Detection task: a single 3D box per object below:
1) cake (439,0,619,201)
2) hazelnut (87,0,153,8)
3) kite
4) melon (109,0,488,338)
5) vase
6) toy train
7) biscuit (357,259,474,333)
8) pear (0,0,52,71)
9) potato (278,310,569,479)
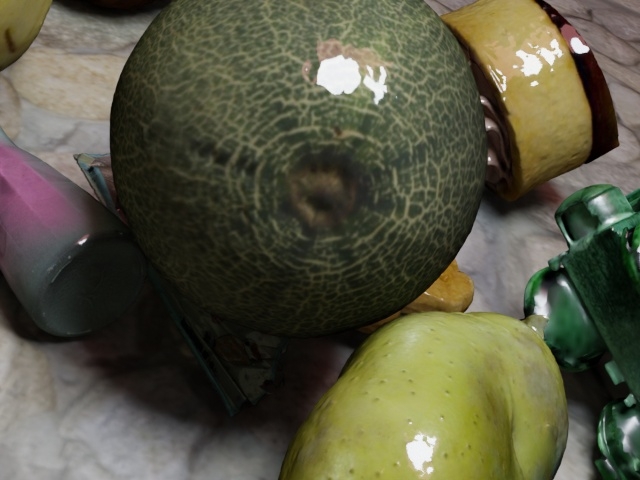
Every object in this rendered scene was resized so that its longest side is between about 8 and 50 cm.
[{"bbox_3d":[0.151,-0.119,1.144,0.178,0.185,0.208,-33,58,-13],"label":"cake"},{"bbox_3d":[-0.194,-0.302,1.203,0.170,0.160,0.202,46,-2,11],"label":"hazelnut"},{"bbox_3d":[-0.030,0.007,0.971,0.368,0.014,0.406,26,32,2],"label":"kite"},{"bbox_3d":[-0.015,-0.064,0.782,0.237,0.237,0.302,18,13,-12],"label":"melon"},{"bbox_3d":[-0.208,-0.029,0.844,0.086,0.086,0.214,-8,40,-42],"label":"vase"},{"bbox_3d":[0.273,0.072,0.912,0.202,0.145,0.266,-22,81,-44],"label":"toy train"},{"bbox_3d":[-0.001,0.002,0.951,0.248,0.035,0.184,9,37,-22],"label":"biscuit"},{"bbox_3d":[-0.324,-0.245,0.880,0.309,0.309,0.309,18,32,-12],"label":"pear"},{"bbox_3d":[0.060,0.131,0.709,0.143,0.169,0.248,12,20,21],"label":"potato"}]
